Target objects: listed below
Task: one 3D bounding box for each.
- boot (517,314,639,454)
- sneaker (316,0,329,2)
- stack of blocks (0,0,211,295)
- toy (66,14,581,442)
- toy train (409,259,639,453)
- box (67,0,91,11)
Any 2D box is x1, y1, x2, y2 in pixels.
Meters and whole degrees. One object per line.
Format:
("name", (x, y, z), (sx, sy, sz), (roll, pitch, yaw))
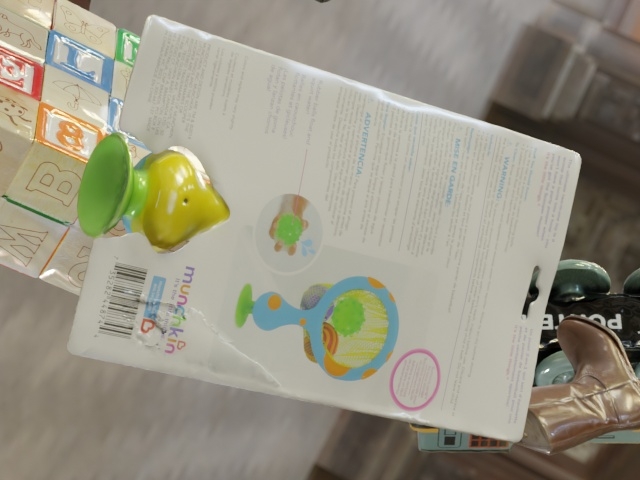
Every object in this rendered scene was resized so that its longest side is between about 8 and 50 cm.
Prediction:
("boot", (0.149, 0.092, 1.175), (0.114, 0.106, 0.037), (-11, 128, -32))
("sneaker", (-0.027, -0.339, 1.721), (0.104, 0.125, 0.262), (-37, 139, -10))
("stack of blocks", (-0.092, -0.031, 1.126), (0.087, 0.297, 0.171), (-54, -158, 28))
("toy", (0.000, 0.000, 0.794), (0.237, 0.056, 0.137), (15, 87, -37))
("toy train", (0.227, 0.115, 1.702), (0.190, 0.334, 0.142), (89, -1, -55))
("box", (-0.322, -0.196, 1.703), (0.167, 0.168, 0.203), (31, -69, 62))
